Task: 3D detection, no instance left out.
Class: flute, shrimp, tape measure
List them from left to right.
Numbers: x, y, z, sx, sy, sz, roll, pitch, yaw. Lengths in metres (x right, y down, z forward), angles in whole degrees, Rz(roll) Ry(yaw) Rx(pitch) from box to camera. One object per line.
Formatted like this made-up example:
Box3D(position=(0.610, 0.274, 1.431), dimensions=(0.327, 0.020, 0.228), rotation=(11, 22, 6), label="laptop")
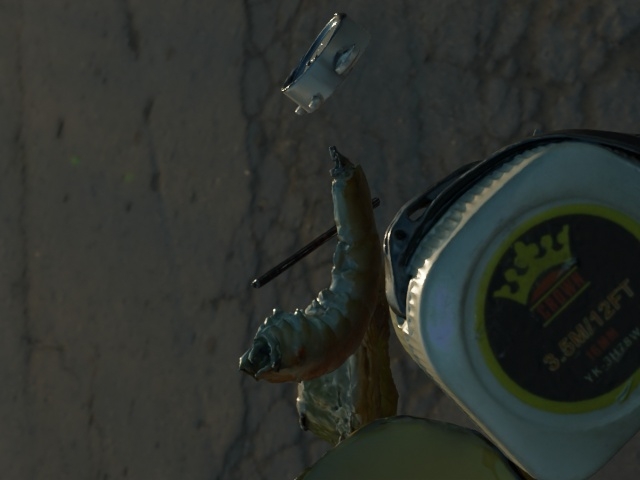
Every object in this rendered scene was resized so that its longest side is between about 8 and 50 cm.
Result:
Box3D(position=(0.000, 0.000, 1.439), dimensions=(0.014, 0.269, 0.014), rotation=(18, 123, 30), label="flute")
Box3D(position=(0.016, 0.054, 1.390), dimensions=(0.068, 0.185, 0.287), rotation=(17, 77, 35), label="shrimp")
Box3D(position=(0.185, 0.015, 0.869), dimensions=(0.271, 0.231, 0.133), rotation=(-43, 12, -1), label="tape measure")

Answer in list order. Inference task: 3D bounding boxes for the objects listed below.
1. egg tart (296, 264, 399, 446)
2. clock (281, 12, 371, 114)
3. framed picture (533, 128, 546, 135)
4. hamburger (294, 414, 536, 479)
Box3D(position=(0.040, 0.198, 1.787), dimensions=(0.352, 0.149, 0.352), rotation=(-2, -90, -84), label="egg tart")
Box3D(position=(0.005, -0.266, 1.750), dimensions=(0.156, 0.063, 0.229), rotation=(-53, 10, -6), label="clock")
Box3D(position=(0.198, 0.001, 1.176), dimensions=(0.203, 0.015, 0.150), rotation=(77, -148, -63), label="framed picture")
Box3D(position=(0.098, 0.323, 1.189), dimensions=(0.276, 0.237, 0.277), rotation=(-4, 69, 10), label="hamburger")
